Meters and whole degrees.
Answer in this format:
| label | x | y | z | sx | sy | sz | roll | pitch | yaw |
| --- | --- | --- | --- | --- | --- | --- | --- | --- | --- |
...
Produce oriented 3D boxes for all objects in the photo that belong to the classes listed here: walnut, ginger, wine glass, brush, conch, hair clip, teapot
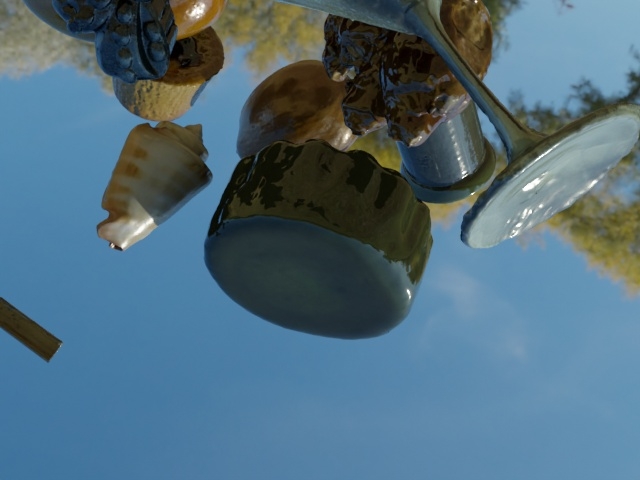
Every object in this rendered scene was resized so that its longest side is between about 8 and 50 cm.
| label | x | y | z | sx | sy | sz | roll | pitch | yaw |
| --- | --- | --- | --- | --- | --- | --- | --- | --- | --- |
| walnut | -0.053 | -0.227 | 1.767 | 0.298 | 0.203 | 0.203 | -18 | -173 | 37 |
| ginger | 0.122 | -0.299 | 1.422 | 0.152 | 0.274 | 0.357 | 29 | -146 | -53 |
| wine glass | 0.115 | -0.206 | 0.950 | 0.267 | 0.267 | 0.406 | -13 | -117 | -41 |
| brush | -0.514 | 0.102 | 1.468 | 0.248 | 0.036 | 0.043 | 38 | -109 | -9 |
| conch | -0.255 | -0.093 | 1.533 | 0.127 | 0.158 | 0.255 | 13 | -111 | 20 |
| hair clip | -0.264 | -0.377 | 1.297 | 0.206 | 0.310 | 0.194 | 24 | -141 | -13 |
| teapot | 0.198 | -0.265 | 1.829 | 0.200 | 0.337 | 0.270 | -39 | -131 | -12 |

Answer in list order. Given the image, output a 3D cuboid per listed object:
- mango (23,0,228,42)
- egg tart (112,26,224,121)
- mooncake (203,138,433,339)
| label | x | y | z | sx | sy | sz | roll | pitch | yaw |
| --- | --- | --- | --- | --- | --- | --- | --- | --- | --- |
| mango | -0.319 | -0.446 | 1.560 | 0.378 | 0.221 | 0.263 | -7 | -119 | -1 |
| egg tart | -0.294 | -0.324 | 1.721 | 0.215 | 0.171 | 0.215 | 14 | -131 | -17 |
| mooncake | 0.000 | 0.000 | 1.513 | 0.357 | 0.356 | 0.194 | 16 | -123 | 2 |
